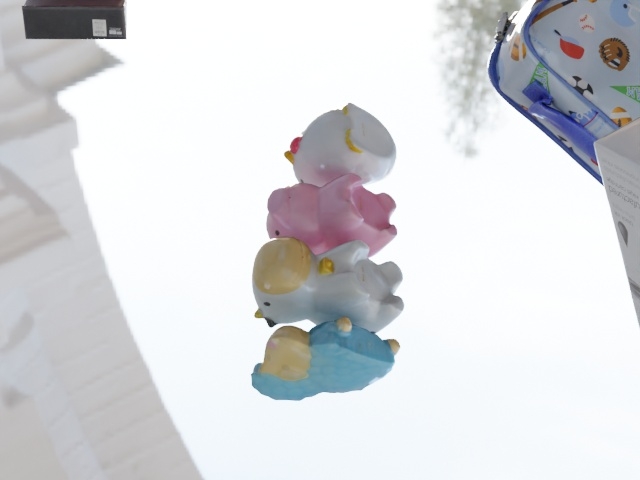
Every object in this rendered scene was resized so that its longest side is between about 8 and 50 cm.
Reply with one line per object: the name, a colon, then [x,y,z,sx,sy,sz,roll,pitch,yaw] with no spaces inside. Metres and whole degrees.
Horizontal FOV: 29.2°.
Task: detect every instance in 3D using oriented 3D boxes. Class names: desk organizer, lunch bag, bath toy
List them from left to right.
desk organizer: [-0.314,-0.291,1.587,0.130,0.047,0.050,0,-145,-1]
bath toy: [0.000,0.000,1.275,0.151,0.129,0.348,31,-139,-25]
lunch bag: [0.337,-0.179,1.381,0.303,0.115,0.243,39,-118,-4]

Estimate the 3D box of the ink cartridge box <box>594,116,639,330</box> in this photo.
ink cartridge box: [0.376,0.034,1.108,0.117,0.283,0.207,-28,-150,-11]
